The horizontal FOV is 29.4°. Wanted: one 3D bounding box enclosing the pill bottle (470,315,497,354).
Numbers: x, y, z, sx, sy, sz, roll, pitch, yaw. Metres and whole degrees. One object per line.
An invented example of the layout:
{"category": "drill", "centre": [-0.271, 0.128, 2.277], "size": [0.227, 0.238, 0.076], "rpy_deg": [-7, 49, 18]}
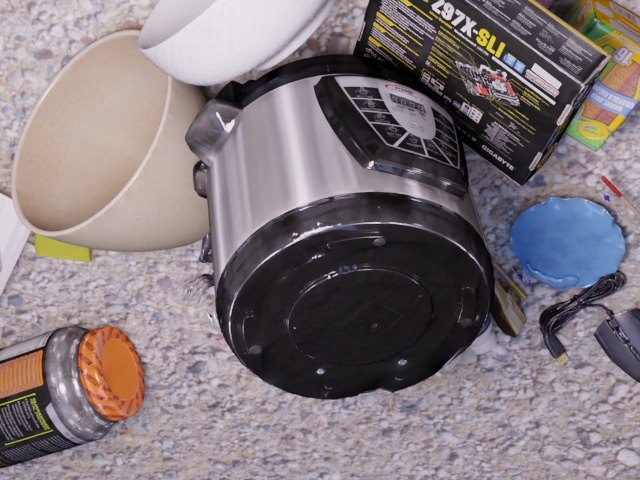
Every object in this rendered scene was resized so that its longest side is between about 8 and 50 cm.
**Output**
{"category": "pill bottle", "centre": [0.247, 0.132, 2.042], "size": [0.067, 0.067, 0.120], "rpy_deg": [-27, 116, 22]}

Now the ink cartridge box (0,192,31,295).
{"category": "ink cartridge box", "centre": [-0.633, -0.015, 2.053], "size": [0.261, 0.066, 0.296], "rpy_deg": [27, 123, -11]}

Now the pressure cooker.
{"category": "pressure cooker", "centre": [0.020, -0.044, 1.657], "size": [0.375, 0.420, 0.370], "rpy_deg": [-15, 134, 6]}

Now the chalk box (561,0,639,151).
{"category": "chalk box", "centre": [0.377, -0.229, 1.751], "size": [0.132, 0.132, 0.213], "rpy_deg": [28, 122, -11]}

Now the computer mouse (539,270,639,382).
{"category": "computer mouse", "centre": [0.490, 0.186, 2.052], "size": [0.184, 0.060, 0.262], "rpy_deg": [-32, 114, 23]}

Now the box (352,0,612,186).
{"category": "box", "centre": [0.206, -0.250, 1.659], "size": [0.322, 0.079, 0.257], "rpy_deg": [38, 151, 11]}

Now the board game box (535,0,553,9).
{"category": "board game box", "centre": [0.232, -0.482, 1.642], "size": [0.318, 0.066, 0.318], "rpy_deg": [26, 123, -9]}

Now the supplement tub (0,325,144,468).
{"category": "supplement tub", "centre": [-0.494, 0.275, 2.143], "size": [0.338, 0.207, 0.207], "rpy_deg": [-18, 119, 18]}

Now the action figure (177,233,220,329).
{"category": "action figure", "centre": [-0.155, 0.078, 2.005], "size": [0.141, 0.164, 0.276], "rpy_deg": [-30, 118, -23]}

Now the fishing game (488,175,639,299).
{"category": "fishing game", "centre": [0.398, 0.001, 1.956], "size": [0.189, 0.041, 0.264], "rpy_deg": [41, 127, -18]}

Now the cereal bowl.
{"category": "cereal bowl", "centre": [-0.079, -0.331, 1.622], "size": [0.339, 0.339, 0.141], "rpy_deg": [-36, 115, 26]}

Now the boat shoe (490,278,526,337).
{"category": "boat shoe", "centre": [0.303, 0.102, 2.029], "size": [0.050, 0.045, 0.135], "rpy_deg": [16, 146, 47]}

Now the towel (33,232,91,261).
{"category": "towel", "centre": [-0.435, -0.070, 2.024], "size": [0.102, 0.021, 0.237], "rpy_deg": [8, 125, 8]}

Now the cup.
{"category": "cup", "centre": [-0.265, -0.114, 1.828], "size": [0.331, 0.331, 0.237], "rpy_deg": [-32, 140, 24]}
